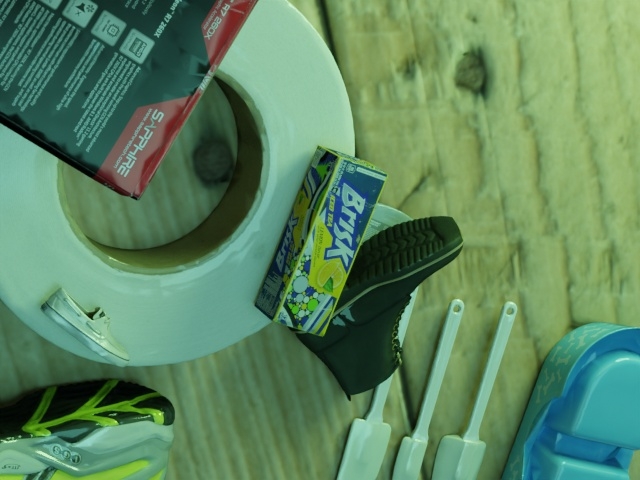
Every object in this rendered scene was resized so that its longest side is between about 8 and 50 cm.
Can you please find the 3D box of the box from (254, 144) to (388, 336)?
[{"bbox_3d":[0.000,0.000,1.733,0.059,0.054,0.169,18,98,-28],"label":"box"}]

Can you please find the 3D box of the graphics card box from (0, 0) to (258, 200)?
[{"bbox_3d":[-0.256,-0.225,1.542,0.371,0.094,0.233,31,87,-12],"label":"graphics card box"}]

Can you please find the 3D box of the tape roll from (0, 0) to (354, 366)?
[{"bbox_3d":[-0.154,-0.073,1.712,0.392,0.072,0.392,-8,109,-23],"label":"tape roll"}]

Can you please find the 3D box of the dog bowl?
[{"bbox_3d":[0.291,0.224,2.005,0.166,0.074,0.297,15,100,-27],"label":"dog bowl"}]

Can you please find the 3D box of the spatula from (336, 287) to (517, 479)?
[{"bbox_3d":[0.119,0.166,1.942,0.168,0.019,0.242,12,99,-21],"label":"spatula"}]

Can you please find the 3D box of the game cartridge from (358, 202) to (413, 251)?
[{"bbox_3d":[0.063,-0.008,1.862,0.083,0.017,0.056,23,99,-28],"label":"game cartridge"}]

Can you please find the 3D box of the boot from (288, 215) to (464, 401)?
[{"bbox_3d":[0.075,0.069,1.850,0.198,0.077,0.137,-26,122,13],"label":"boot"}]

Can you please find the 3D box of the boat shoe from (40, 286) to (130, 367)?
[{"bbox_3d":[-0.208,0.078,1.675,0.100,0.035,0.035,39,90,-22],"label":"boat shoe"}]

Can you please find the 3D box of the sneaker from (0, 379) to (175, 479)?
[{"bbox_3d":[-0.315,0.233,1.692,0.385,0.145,0.147,-5,107,-22],"label":"sneaker"}]
